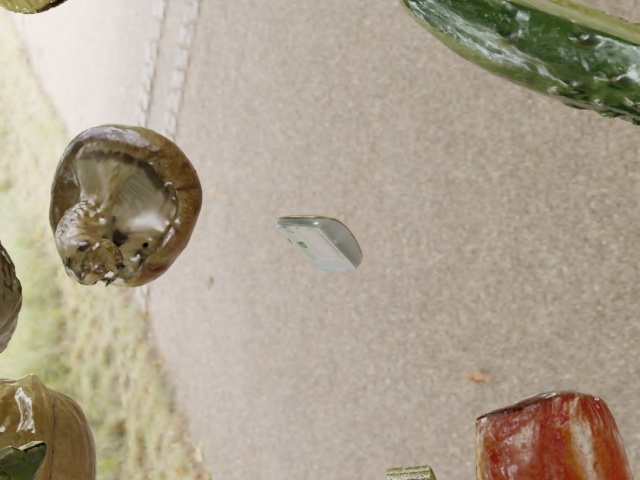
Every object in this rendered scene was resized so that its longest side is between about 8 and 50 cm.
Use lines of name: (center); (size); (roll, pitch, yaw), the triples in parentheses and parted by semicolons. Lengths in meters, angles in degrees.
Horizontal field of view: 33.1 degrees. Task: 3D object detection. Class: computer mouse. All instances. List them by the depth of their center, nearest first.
computer mouse: (0.000, -0.002, 1.746); (0.102, 0.199, 0.044); (-1, 66, 25)

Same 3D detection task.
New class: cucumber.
cucumber: (0.207, -0.209, 1.107); (0.145, 0.326, 0.105); (-62, -6, -63)

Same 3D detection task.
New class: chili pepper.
chili pepper: (0.354, 0.387, 1.635); (0.251, 0.229, 0.305); (-22, 70, 51)

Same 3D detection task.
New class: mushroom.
mushroom: (-0.315, -0.057, 1.651); (0.254, 0.267, 0.267); (48, -151, -77)

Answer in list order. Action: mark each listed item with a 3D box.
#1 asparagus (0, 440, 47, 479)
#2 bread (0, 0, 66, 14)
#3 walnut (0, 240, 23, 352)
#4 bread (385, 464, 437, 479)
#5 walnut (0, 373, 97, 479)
asparagus: (-0.440, 0.314, 1.289); (0.080, 0.287, 0.080); (6, 100, 33)
bread: (-0.347, -0.348, 1.202); (0.190, 0.132, 0.114); (50, 171, 19)
walnut: (-0.448, 0.062, 1.316); (0.230, 0.178, 0.178); (43, 130, 44)
bread: (0.179, 0.470, 2.072); (0.094, 0.090, 0.035); (66, -159, -45)
walnut: (-0.515, 0.378, 1.753); (0.333, 0.333, 0.332); (14, 106, 57)
